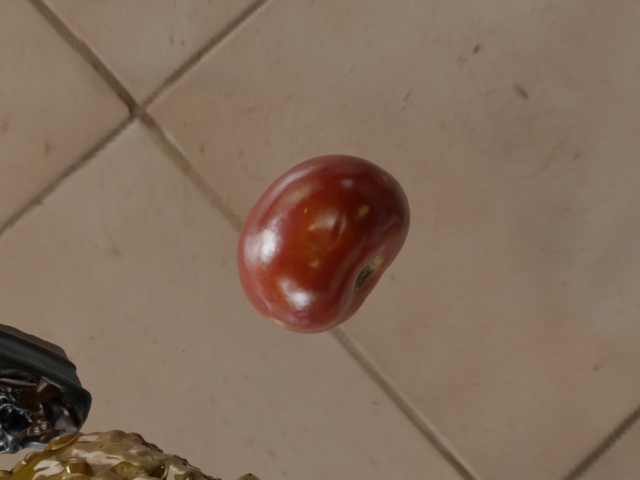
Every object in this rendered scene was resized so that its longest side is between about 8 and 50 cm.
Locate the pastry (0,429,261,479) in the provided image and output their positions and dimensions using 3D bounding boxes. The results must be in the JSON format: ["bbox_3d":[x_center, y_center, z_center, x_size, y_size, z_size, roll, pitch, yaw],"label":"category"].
[{"bbox_3d":[-0.099,0.239,0.786,0.310,0.162,0.255,11,111,15],"label":"pastry"}]

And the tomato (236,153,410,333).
[{"bbox_3d":[0.000,0.000,1.351,0.136,0.195,0.195,37,82,18],"label":"tomato"}]

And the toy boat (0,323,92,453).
[{"bbox_3d":[-0.257,0.096,0.841,0.223,0.097,0.100,18,127,-28],"label":"toy boat"}]
